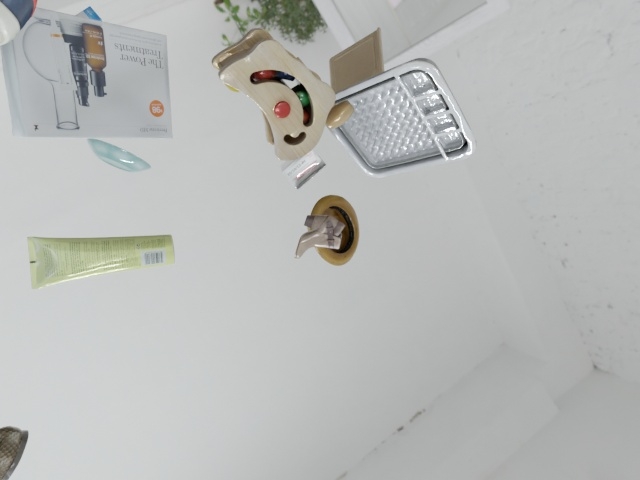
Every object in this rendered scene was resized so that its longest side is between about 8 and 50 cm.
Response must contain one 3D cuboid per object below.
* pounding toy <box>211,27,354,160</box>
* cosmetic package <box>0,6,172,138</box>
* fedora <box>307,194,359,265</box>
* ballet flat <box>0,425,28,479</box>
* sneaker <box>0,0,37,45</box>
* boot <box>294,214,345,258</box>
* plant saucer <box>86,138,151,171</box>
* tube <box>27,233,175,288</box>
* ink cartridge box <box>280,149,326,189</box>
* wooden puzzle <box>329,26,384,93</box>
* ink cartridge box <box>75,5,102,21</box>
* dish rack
[{"bbox_3d":[-0.074,-0.255,0.763,0.154,0.270,0.154,-48,-138,17],"label":"pounding toy"},{"bbox_3d":[-0.576,-0.406,1.082,0.098,0.284,0.377,15,-160,36],"label":"cosmetic package"},{"bbox_3d":[0.022,-0.026,1.118,0.079,0.194,0.194,-2,-153,44],"label":"fedora"},{"bbox_3d":[-0.481,0.360,0.563,0.249,0.058,0.084,-59,-143,0],"label":"ballet flat"},{"bbox_3d":[-0.636,-0.443,0.788,0.350,0.131,0.148,14,-112,29],"label":"sneaker"},{"bbox_3d":[0.000,0.000,0.902,0.042,0.087,0.118,-68,176,-64],"label":"boot"},{"bbox_3d":[-0.627,-0.251,1.302,0.195,0.195,0.037,-2,-114,65],"label":"plant saucer"},{"bbox_3d":[-0.399,0.027,0.784,0.240,0.070,0.062,-7,138,-25],"label":"tube"},{"bbox_3d":[-0.050,-0.205,1.153,0.104,0.061,0.181,-40,-163,5],"label":"ink cartridge box"},{"bbox_3d":[0.119,-0.533,1.367,0.044,0.220,0.239,7,166,-42],"label":"wooden puzzle"},{"bbox_3d":[-0.758,-0.673,1.339,0.122,0.052,0.088,-44,-162,-13],"label":"ink cartridge box"},{"bbox_3d":[0.187,-0.294,1.034,0.333,0.285,0.072,-8,-131,42],"label":"dish rack"}]
